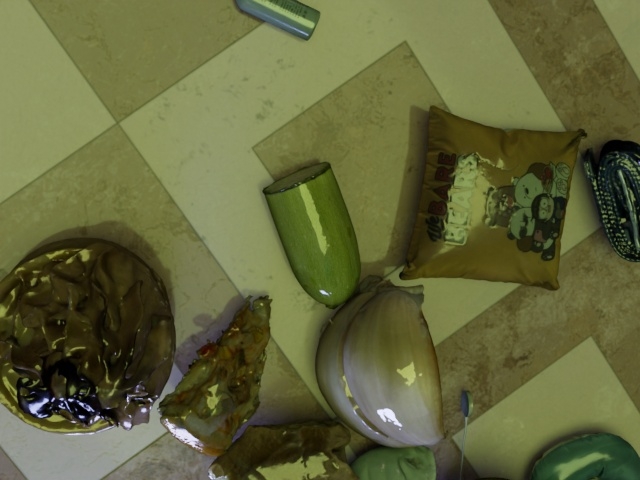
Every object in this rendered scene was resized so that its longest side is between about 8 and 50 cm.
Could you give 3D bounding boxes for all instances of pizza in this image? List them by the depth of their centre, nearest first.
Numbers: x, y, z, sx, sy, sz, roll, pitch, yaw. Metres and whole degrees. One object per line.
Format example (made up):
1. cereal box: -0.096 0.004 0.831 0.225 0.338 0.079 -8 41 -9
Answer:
1. pizza: -0.153 0.233 1.645 0.297 0.071 0.189 -57 132 -28

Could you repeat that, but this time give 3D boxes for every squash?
1. squash: 0.000 0.000 1.653 0.132 0.132 0.247 -22 103 -5

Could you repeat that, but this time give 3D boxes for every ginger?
1. ginger: -0.061 0.421 1.675 0.275 0.130 0.221 6 75 -3

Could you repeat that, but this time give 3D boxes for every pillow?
1. pillow: 0.311 -0.066 1.694 0.312 0.119 0.310 7 99 -12
2. pillow: 0.513 0.474 1.825 0.233 0.086 0.214 -27 106 -3

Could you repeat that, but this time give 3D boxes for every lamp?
1. lamp: 0.257 0.379 1.785 0.056 0.050 0.199 2 98 -8

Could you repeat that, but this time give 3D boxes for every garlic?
1. garlic: 0.119 0.229 1.647 0.249 0.286 0.313 -13 100 -47

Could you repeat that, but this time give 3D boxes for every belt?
1. belt: 0.567 -0.078 1.739 0.122 0.128 0.218 -13 103 23

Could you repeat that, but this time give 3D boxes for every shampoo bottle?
1. shampoo bottle: -0.097 -0.405 1.613 0.195 0.056 0.056 24 94 -11

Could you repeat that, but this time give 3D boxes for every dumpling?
1. dumpling: 0.118 0.458 1.734 0.219 0.108 0.153 -28 61 4

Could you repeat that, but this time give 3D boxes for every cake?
1. cake: -0.387 0.169 1.515 0.332 0.321 0.333 -2 99 -11

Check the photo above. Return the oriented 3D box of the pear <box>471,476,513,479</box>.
1. pear: 0.300 0.604 1.685 0.413 0.352 0.352 0 98 -14
